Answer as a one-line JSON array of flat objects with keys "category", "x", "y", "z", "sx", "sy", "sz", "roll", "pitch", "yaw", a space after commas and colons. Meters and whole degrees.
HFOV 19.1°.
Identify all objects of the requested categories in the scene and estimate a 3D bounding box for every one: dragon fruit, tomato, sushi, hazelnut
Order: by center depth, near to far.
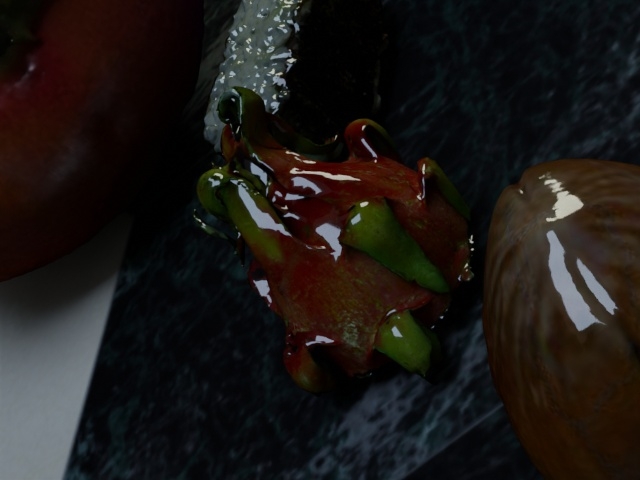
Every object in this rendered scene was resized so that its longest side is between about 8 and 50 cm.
[{"category": "hazelnut", "x": 0.124, "y": 0.039, "z": 0.769, "sx": 0.150, "sy": 0.150, "sz": 0.150, "roll": -30, "pitch": 41, "yaw": 31}, {"category": "dragon fruit", "x": 0.000, "y": 0.000, "z": 0.992, "sx": 0.138, "sy": 0.175, "sz": 0.142, "roll": -52, "pitch": 3, "yaw": -14}, {"category": "sushi", "x": -0.013, "y": -0.096, "z": 1.101, "sx": 0.090, "sy": 0.078, "sz": 0.150, "roll": -27, "pitch": 43, "yaw": 43}, {"category": "tomato", "x": -0.186, "y": -0.112, "z": 1.239, "sx": 0.335, "sy": 0.176, "sz": 0.289, "roll": -58, "pitch": 22, "yaw": 4}]
